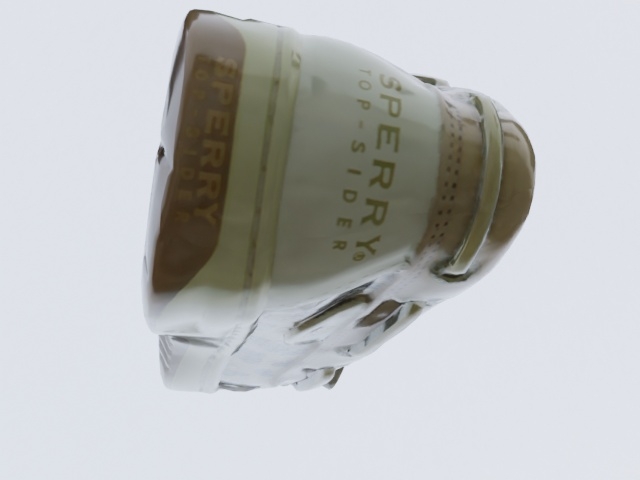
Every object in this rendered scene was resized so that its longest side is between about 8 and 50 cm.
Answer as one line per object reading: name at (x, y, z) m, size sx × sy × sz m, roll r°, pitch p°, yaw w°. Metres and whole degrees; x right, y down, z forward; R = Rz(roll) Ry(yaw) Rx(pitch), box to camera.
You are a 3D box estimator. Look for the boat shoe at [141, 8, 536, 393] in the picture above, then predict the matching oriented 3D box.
boat shoe at (0.000, 0.000, 0.534) m, size 0.089 × 0.285 × 0.105 m, roll 7°, pitch -92°, yaw -1°
